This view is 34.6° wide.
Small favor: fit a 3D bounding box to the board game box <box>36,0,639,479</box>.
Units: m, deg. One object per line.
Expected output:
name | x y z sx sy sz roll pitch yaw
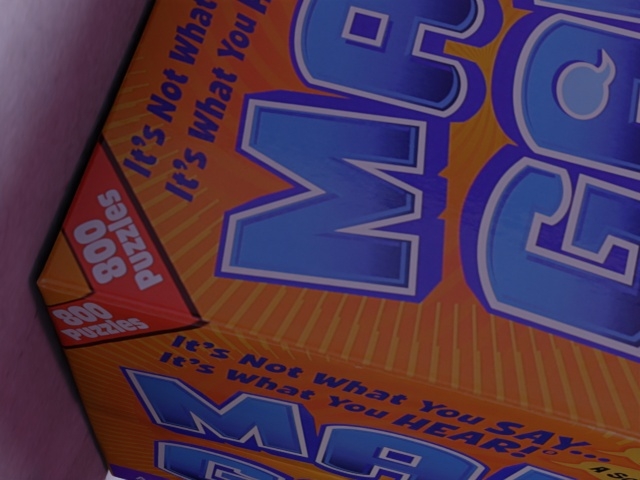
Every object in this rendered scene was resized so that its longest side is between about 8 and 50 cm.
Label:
board game box | 0.070 -0.007 0.685 0.356 0.356 0.356 101 4 -63
